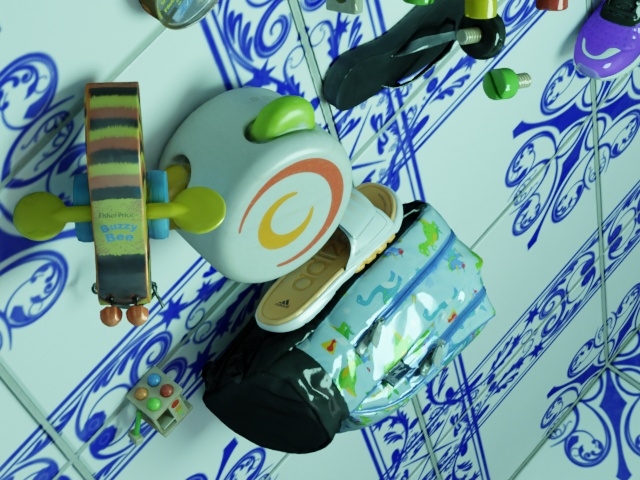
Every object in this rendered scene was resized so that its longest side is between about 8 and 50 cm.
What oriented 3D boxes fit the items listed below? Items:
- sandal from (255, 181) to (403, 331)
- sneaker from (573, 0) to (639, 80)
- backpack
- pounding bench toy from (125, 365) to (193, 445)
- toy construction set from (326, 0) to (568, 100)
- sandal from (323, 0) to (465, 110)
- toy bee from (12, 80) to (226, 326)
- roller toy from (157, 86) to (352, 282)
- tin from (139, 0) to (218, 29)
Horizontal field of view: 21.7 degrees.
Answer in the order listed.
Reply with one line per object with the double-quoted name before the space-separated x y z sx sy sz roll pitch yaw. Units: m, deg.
"sandal" 0.008 0.002 2.025 0.265 0.102 0.076 -50 137 -33
"sneaker" 0.459 -0.370 2.436 0.293 0.102 0.146 -50 151 -19
"backpack" 0.052 0.108 2.141 0.355 0.273 0.290 -60 -169 -23
"pounding bench toy" -0.208 0.207 2.038 0.083 0.052 0.065 -47 153 -15
"toy construction set" 0.128 -0.332 1.741 0.237 0.257 0.309 -13 140 -43
"sandal" 0.106 -0.223 2.047 0.254 0.054 0.097 -37 149 -32
"toy bee" -0.185 -0.001 1.660 0.195 0.162 0.298 -19 130 10
"roller toy" -0.078 -0.062 1.824 0.209 0.146 0.191 -47 145 -2
"tin" -0.108 -0.293 1.619 0.190 0.040 0.106 -55 158 1
